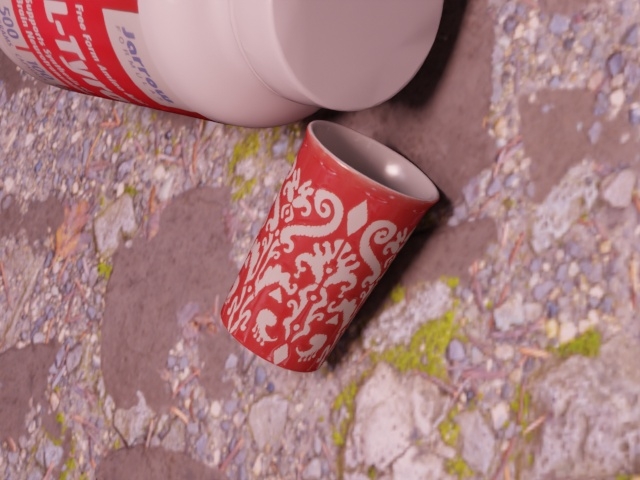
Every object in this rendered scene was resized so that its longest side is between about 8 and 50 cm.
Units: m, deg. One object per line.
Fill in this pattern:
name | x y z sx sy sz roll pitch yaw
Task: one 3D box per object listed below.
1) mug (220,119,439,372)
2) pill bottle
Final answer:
mug | 0.007 0.006 1.173 0.113 0.150 0.169 33 108 10
pill bottle | -0.099 -0.216 1.250 0.408 0.229 0.229 16 88 49
